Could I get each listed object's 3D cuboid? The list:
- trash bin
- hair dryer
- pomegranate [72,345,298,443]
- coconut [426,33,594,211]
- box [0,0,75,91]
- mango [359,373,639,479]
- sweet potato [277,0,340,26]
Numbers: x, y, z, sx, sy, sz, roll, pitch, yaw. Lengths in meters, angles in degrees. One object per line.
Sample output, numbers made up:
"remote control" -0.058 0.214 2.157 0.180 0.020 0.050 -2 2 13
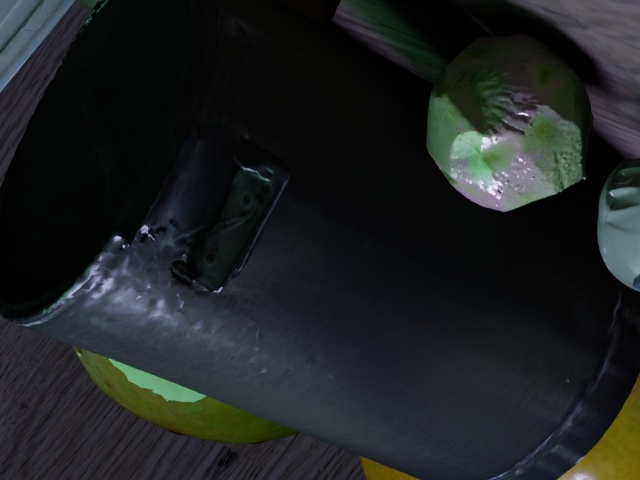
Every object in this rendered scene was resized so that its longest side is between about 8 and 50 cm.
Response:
"trash bin" 0.000 0.000 0.787 0.301 0.203 0.252 24 -179 -32
"hair dryer" 0.207 0.012 0.609 0.199 0.067 0.167 26 169 16
"pomegranate" -0.022 -0.025 1.037 0.216 0.310 0.358 17 136 23
"coconut" 0.085 -0.055 0.680 0.081 0.083 0.082 26 159 -31
"box" -0.218 -0.187 0.874 0.163 0.243 0.135 37 -170 -20
"mango" 0.163 0.126 1.120 0.221 0.264 0.378 33 163 -13
"sweet potato" -0.149 -0.216 0.746 0.385 0.109 0.109 21 -177 -16
